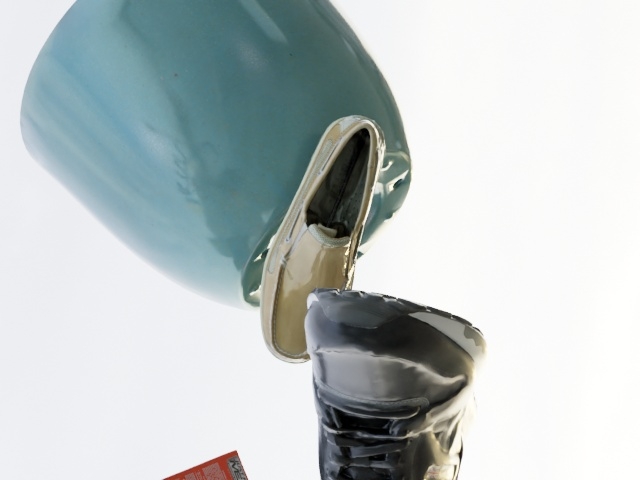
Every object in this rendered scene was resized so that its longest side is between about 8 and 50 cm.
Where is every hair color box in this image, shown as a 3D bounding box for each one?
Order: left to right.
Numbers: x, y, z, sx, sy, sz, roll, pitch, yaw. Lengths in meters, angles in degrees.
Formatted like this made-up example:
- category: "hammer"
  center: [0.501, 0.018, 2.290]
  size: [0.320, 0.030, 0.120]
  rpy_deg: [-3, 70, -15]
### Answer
- category: "hair color box"
  center: [-0.119, 0.199, 1.150]
  size: [0.141, 0.072, 0.043]
  rpy_deg: [-12, -103, -57]

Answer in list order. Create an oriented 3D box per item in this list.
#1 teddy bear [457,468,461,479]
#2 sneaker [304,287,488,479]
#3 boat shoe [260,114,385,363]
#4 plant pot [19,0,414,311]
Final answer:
- category: "teddy bear"
  center: [0.138, 0.340, 1.424]
  size: [0.245, 0.338, 0.113]
  rpy_deg: [-54, -11, -20]
- category: "sneaker"
  center: [0.046, 0.126, 0.981]
  size: [0.283, 0.107, 0.124]
  rpy_deg: [64, -142, -63]
- category: "boat shoe"
  center: [0.000, 0.000, 1.140]
  size: [0.072, 0.068, 0.190]
  rpy_deg: [-142, 66, -84]
- category: "plant pot"
  center: [-0.063, -0.083, 1.313]
  size: [0.293, 0.235, 0.293]
  rpy_deg: [-35, -24, -18]
